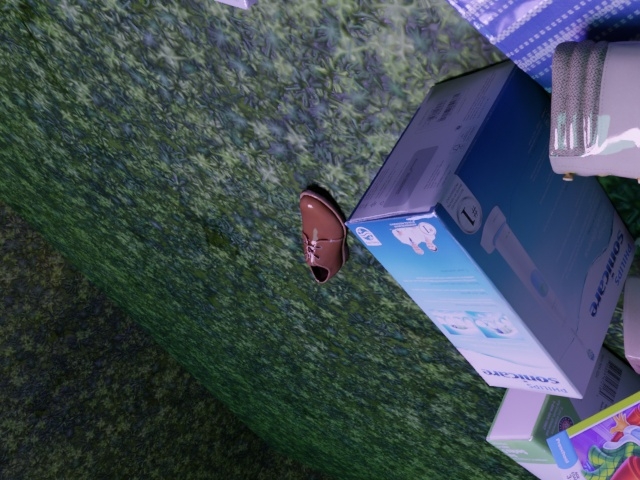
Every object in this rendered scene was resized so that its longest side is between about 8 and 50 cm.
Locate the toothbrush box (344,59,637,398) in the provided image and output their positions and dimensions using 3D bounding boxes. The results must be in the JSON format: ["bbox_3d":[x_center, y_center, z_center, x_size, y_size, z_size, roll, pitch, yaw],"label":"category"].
[{"bbox_3d":[0.200,-0.005,0.682,0.295,0.216,0.126,45,152,-25],"label":"toothbrush box"}]

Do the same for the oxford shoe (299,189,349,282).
[{"bbox_3d":[0.000,0.000,1.067,0.076,0.076,0.212,20,149,28],"label":"oxford shoe"}]

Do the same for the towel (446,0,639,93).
[{"bbox_3d":[0.256,-0.199,0.505,0.336,0.040,0.243,37,152,-12],"label":"towel"}]

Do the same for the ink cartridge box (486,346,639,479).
[{"bbox_3d":[0.420,0.291,0.955,0.272,0.198,0.115,37,153,-7],"label":"ink cartridge box"}]

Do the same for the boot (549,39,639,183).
[{"bbox_3d":[0.308,-0.056,0.529,0.203,0.095,0.262,4,133,38],"label":"boot"}]

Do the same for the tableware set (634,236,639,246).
[{"bbox_3d":[0.437,0.026,0.692,0.168,0.020,0.141,12,149,34],"label":"tableware set"}]

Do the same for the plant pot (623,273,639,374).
[{"bbox_3d":[0.417,0.113,0.744,0.109,0.096,0.109,10,160,42],"label":"plant pot"}]

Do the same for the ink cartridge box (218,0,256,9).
[{"bbox_3d":[-0.124,-0.344,0.616,0.139,0.082,0.191,22,153,20],"label":"ink cartridge box"}]

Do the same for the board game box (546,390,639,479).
[{"bbox_3d":[0.400,0.315,0.613,0.078,0.347,0.233,17,133,-33],"label":"board game box"}]
